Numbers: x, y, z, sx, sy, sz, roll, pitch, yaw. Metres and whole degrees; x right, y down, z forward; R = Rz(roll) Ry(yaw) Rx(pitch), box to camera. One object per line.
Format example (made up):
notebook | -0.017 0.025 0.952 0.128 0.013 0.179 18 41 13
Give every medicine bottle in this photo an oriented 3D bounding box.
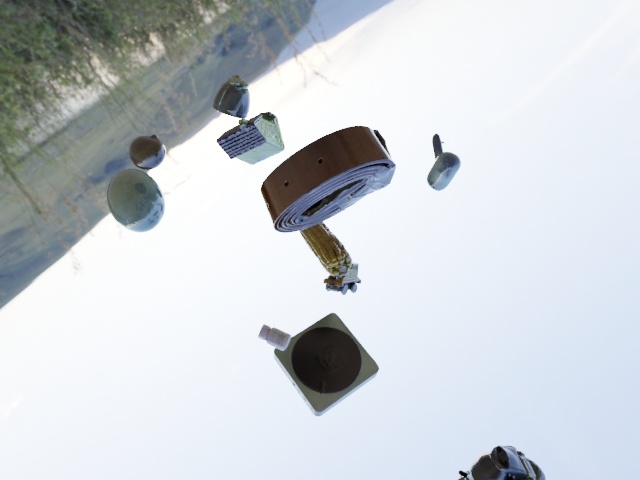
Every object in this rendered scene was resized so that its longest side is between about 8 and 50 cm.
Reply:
medicine bottle | -0.132 0.277 1.465 0.052 0.089 0.052 24 90 -86

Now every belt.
belt | 0.015 -0.142 1.242 0.338 0.122 0.217 -31 159 20

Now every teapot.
teapot | -0.224 -0.369 1.283 0.124 0.092 0.091 40 -61 35

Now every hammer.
hammer | 0.345 -0.242 1.469 0.116 0.069 0.194 113 -16 -49

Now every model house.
model house | -0.277 -0.400 1.908 0.194 0.170 0.211 -17 167 27

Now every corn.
corn | -0.002 -0.002 1.662 0.102 0.102 0.313 -37 -132 -3

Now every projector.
projector | 0.016 0.400 1.669 0.259 0.079 0.257 -28 -119 -24

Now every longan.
longan | -0.505 -0.261 1.493 0.113 0.092 0.113 -5 -114 11

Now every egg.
egg | -0.574 -0.124 1.593 0.169 0.169 0.236 -36 -123 -1

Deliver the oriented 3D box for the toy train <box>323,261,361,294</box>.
toy train | 0.091 0.148 2.047 0.089 0.127 0.219 8 -176 31

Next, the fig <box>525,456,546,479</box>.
fig | 0.543 0.680 1.410 0.156 0.123 0.123 -47 -156 -16

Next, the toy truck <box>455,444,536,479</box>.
toy truck | 0.400 0.587 1.225 0.224 0.165 0.147 -46 -152 22
